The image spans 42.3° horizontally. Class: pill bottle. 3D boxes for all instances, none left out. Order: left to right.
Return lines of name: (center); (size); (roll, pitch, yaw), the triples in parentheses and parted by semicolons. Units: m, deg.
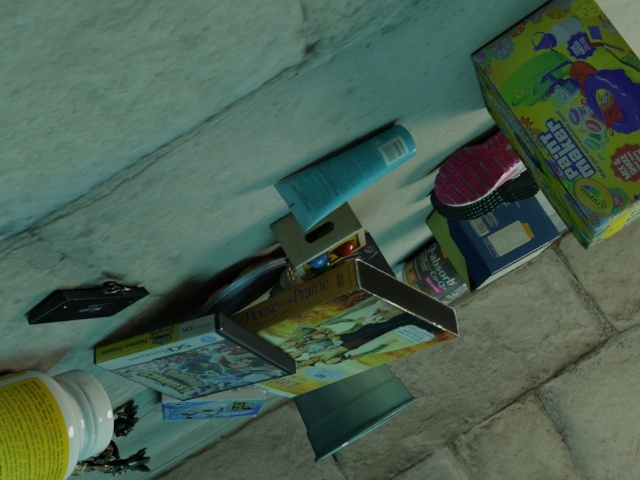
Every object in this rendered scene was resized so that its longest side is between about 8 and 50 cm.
pill bottle: (-0.478, 0.299, 1.206); (0.188, 0.188, 0.334); (-41, 163, 35)
pill bottle: (0.358, 0.054, 2.173); (0.162, 0.162, 0.278); (-13, 157, -51)

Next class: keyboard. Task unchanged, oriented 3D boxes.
keyboard: (-0.312, 0.081, 1.152); (0.108, 0.023, 0.180); (-29, 168, 21)

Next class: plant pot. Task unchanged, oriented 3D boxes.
plant pot: (0.051, 0.397, 2.357); (0.341, 0.334, 0.341); (-28, 166, -8)

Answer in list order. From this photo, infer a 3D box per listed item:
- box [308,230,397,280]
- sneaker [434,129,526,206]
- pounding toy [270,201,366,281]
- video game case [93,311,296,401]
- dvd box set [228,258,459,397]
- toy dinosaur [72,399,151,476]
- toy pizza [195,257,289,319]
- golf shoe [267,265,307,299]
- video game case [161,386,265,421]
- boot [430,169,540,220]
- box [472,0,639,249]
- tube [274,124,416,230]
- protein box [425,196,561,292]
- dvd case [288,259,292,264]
box: (0.062, 0.080, 1.643); (0.156, 0.158, 0.093); (-14, 158, -49)
sneaker: (0.329, -0.145, 1.541); (0.252, 0.103, 0.111); (-34, 164, 14)
pounding toy: (0.021, -0.026, 1.326); (0.181, 0.094, 0.206); (-30, 167, -2)
video game case: (-0.213, 0.213, 1.450); (0.248, 0.035, 0.275); (-17, 150, 19)
dvd box set: (-0.003, 0.178, 1.527); (0.420, 0.062, 0.307); (-26, 144, 32)
toy dinosaur: (-0.519, 0.462, 1.876); (0.218, 0.164, 0.322); (-4, 171, -33)
toy pizza: (-0.143, 0.085, 1.487); (0.201, 0.032, 0.201); (-34, 168, -8)
golf shoe: (-0.060, 0.097, 1.530); (0.086, 0.069, 0.176); (-32, 168, 3)
video game case: (-0.269, 0.395, 2.046); (0.244, 0.061, 0.269); (-2, 159, -10)
boot: (0.357, -0.125, 1.689); (0.246, 0.083, 0.161); (-15, -157, 33)
box: (0.381, -0.162, 1.201); (0.177, 0.290, 0.279); (-34, 167, 10)
tube: (0.041, -0.096, 1.177); (0.207, 0.080, 0.052); (-31, 161, -17)
protein box: (0.387, -0.027, 1.865); (0.201, 0.200, 0.136); (-26, 165, -20)
dvd case: (0.000, 0.000, 1.493); (0.119, 0.013, 0.087); (-44, 165, 13)
